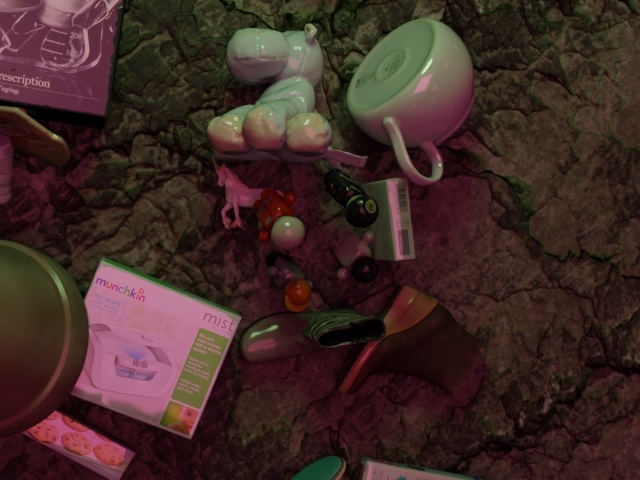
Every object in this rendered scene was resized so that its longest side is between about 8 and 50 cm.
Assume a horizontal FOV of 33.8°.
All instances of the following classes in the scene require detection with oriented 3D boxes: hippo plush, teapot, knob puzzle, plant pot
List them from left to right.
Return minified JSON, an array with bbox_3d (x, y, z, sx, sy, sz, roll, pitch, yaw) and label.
[{"bbox_3d":[-0.561,0.136,1.619,0.323,0.280,0.323,-2,77,11],"label":"plant pot"},{"bbox_3d":[-0.493,-0.181,1.748,0.213,0.213,0.030,24,72,-12],"label":"knob puzzle"},{"bbox_3d":[-0.050,-0.256,1.805,0.294,0.234,0.237,4,85,-22],"label":"hippo plush"},{"bbox_3d":[0.183,-0.251,1.871,0.187,0.252,0.256,40,93,-29],"label":"teapot"}]

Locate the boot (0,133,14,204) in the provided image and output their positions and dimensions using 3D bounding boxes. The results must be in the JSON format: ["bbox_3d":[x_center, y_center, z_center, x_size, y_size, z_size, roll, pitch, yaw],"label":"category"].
[{"bbox_3d":[-0.637,-0.129,1.753,0.258,0.095,0.123,13,119,8],"label":"boot"}]

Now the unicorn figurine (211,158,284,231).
[{"bbox_3d":[-0.138,-0.074,1.894,0.161,0.060,0.111,10,79,-27],"label":"unicorn figurine"}]

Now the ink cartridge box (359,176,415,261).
[{"bbox_3d":[0.118,-0.036,1.885,0.045,0.179,0.146,-7,92,-11],"label":"ink cartridge box"}]

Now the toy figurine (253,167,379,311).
[{"bbox_3d":[0.000,0.000,1.840,0.213,0.148,0.210,-17,125,-15],"label":"toy figurine"}]

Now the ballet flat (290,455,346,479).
[{"bbox_3d":[-0.049,0.487,1.914,0.248,0.086,0.086,-33,98,-9],"label":"ballet flat"}]

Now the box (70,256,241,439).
[{"bbox_3d":[-0.302,0.183,1.820,0.262,0.127,0.231,24,87,-11],"label":"box"}]

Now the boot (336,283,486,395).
[{"bbox_3d":[0.170,0.228,1.947,0.207,0.090,0.248,39,79,-9],"label":"boot"}]

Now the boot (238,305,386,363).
[{"bbox_3d":[-0.018,0.165,1.866,0.246,0.161,0.084,-13,93,-13],"label":"boot"}]

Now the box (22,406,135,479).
[{"bbox_3d":[-0.473,0.313,1.811,0.324,0.063,0.067,32,82,-12],"label":"box"}]

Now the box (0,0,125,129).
[{"bbox_3d":[-0.502,-0.371,1.737,0.343,0.179,0.313,8,88,-14],"label":"box"}]

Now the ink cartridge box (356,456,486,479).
[{"bbox_3d":[0.207,0.526,1.976,0.311,0.065,0.186,13,88,-11],"label":"ink cartridge box"}]
